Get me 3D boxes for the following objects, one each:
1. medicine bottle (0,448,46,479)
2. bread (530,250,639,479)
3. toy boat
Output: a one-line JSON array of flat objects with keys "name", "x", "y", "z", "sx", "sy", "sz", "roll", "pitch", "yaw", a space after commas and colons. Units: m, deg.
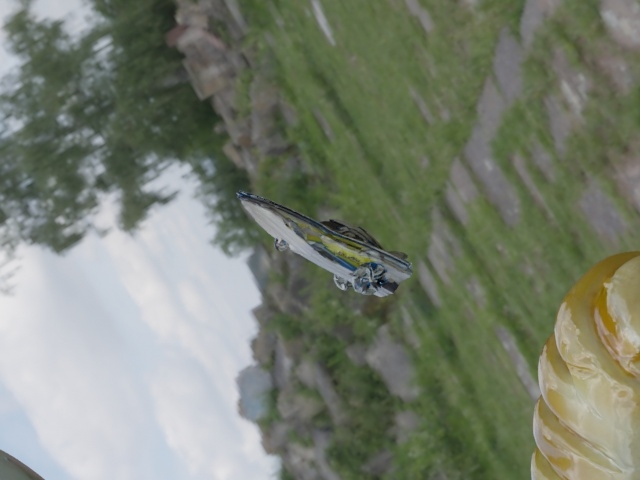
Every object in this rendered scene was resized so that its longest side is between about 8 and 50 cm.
[{"name": "medicine bottle", "x": -0.357, "y": 0.298, "z": 0.886, "sx": 0.252, "sy": 0.252, "sz": 0.241, "roll": 62, "pitch": -145, "yaw": -46}, {"name": "bread", "x": 0.172, "y": 0.086, "z": 0.609, "sx": 0.084, "sy": 0.119, "sz": 0.177, "roll": 26, "pitch": 129, "yaw": 40}, {"name": "toy boat", "x": 0.000, "y": 0.000, "z": 1.122, "sx": 0.210, "sy": 0.066, "sz": 0.084, "roll": 29, "pitch": 171, "yaw": -23}]
